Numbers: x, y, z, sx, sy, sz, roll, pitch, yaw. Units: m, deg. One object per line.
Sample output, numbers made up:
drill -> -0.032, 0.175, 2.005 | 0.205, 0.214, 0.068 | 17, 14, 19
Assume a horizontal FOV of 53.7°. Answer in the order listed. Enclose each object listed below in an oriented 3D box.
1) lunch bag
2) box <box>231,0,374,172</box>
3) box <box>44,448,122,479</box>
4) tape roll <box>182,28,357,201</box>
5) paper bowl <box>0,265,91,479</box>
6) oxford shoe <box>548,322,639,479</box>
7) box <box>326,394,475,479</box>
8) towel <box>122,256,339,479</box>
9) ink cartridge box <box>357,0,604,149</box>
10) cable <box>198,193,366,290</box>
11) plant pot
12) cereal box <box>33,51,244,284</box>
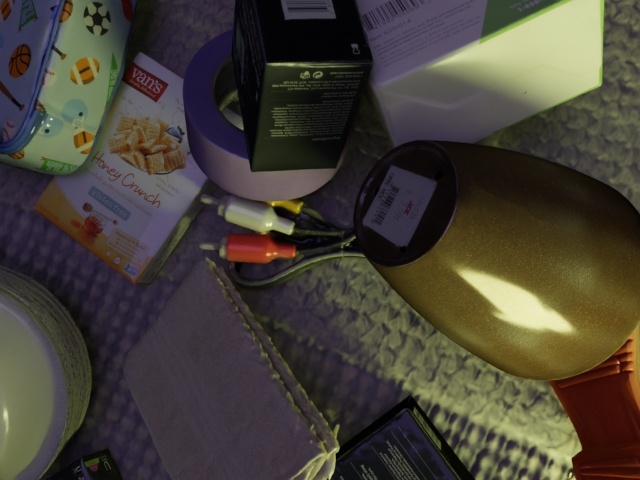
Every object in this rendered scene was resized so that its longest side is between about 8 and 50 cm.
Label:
lunch bag -> -0.359, -0.230, 0.776 | 0.243, 0.115, 0.303 | 16, 85, 31
box -> -0.026, -0.170, 0.590 | 0.093, 0.158, 0.156 | -6, 64, -13
box -> -0.289, 0.294, 0.749 | 0.083, 0.062, 0.052 | -31, 78, 6
tape roll -> -0.056, -0.143, 0.708 | 0.189, 0.080, 0.189 | 3, 64, -7
paper bowl -> -0.419, 0.172, 0.709 | 0.284, 0.148, 0.284 | 0, 97, -3
oxford shoe -> 0.317, 0.133, 0.644 | 0.133, 0.130, 0.363 | 0, 75, -22
box -> 0.100, 0.325, 0.653 | 0.184, 0.103, 0.261 | -37, 79, 4
towel -> -0.108, 0.173, 0.677 | 0.187, 0.049, 0.282 | -50, 56, 18
ink cartridge box -> 0.112, -0.262, 0.666 | 0.207, 0.119, 0.353 | -24, 50, 7
cable -> 0.000, 0.000, 0.721 | 0.287, 0.072, 0.139 | 9, 81, 12
plant pot -> 0.145, 0.003, 0.573 | 0.215, 0.230, 0.215 | -23, 58, 41
cereal box -> -0.219, -0.090, 0.786 | 0.173, 0.047, 0.240 | 33, 91, 12
